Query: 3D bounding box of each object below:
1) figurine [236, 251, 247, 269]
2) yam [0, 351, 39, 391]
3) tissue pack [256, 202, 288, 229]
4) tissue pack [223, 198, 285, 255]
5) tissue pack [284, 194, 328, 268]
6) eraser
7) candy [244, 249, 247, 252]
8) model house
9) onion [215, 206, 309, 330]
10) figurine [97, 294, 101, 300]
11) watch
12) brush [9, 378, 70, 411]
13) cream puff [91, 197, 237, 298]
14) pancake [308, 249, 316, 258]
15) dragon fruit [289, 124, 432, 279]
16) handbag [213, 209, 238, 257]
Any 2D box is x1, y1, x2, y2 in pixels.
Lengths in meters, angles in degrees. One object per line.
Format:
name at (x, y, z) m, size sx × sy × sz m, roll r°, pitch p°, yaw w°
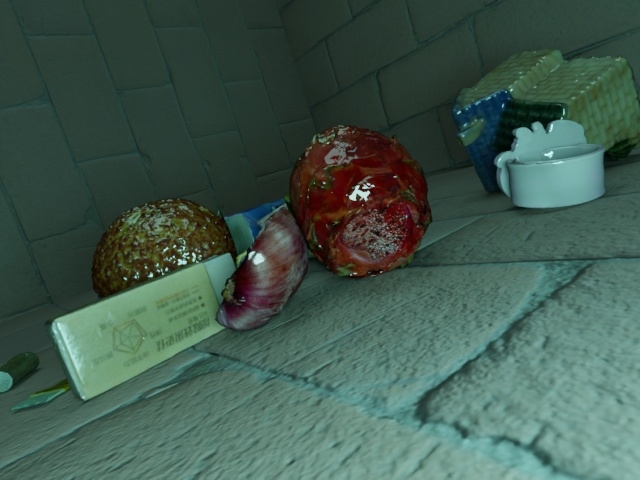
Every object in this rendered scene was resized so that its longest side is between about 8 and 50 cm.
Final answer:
figurine at (-0.132, 0.061, 1.120) m, size 0.178 × 0.129 × 0.109 m, roll -27°, pitch -30°, yaw -10°
yam at (-0.678, 0.288, 0.993) m, size 0.054 × 0.054 × 0.132 m, roll -19°, pitch 8°, yaw -6°
tissue pack at (-0.096, -0.046, 1.354) m, size 0.155 × 0.115 × 0.065 m, roll -36°, pitch 32°, yaw -8°
tissue pack at (-0.218, -0.028, 1.655) m, size 0.146 × 0.198 × 0.263 m, roll -15°, pitch 8°, yaw 31°
tissue pack at (0.045, -0.060, 1.208) m, size 0.201 × 0.167 × 0.275 m, roll -22°, pitch 20°, yaw -12°
eraser at (-0.300, 0.142, 0.832) m, size 0.344 × 0.143 × 0.078 m, roll -23°, pitch 8°, yaw -41°
candy at (-0.140, 0.063, 1.258) m, size 0.142 × 0.078 × 0.203 m, roll -6°, pitch 3°, yaw -10°
model house at (0.667, -0.333, 1.417) m, size 0.400 × 0.394 × 0.445 m, roll -35°, pitch 28°, yaw -9°
onion at (-0.086, 0.044, 0.850) m, size 0.227 × 0.120 × 0.283 m, roll -58°, pitch 6°, yaw 33°
figurine at (-0.557, 0.166, 1.275) m, size 0.263 × 0.143 × 0.162 m, roll -35°, pitch 20°, yaw 48°
watch at (0.555, -0.180, 1.044) m, size 0.244 × 0.195 × 0.231 m, roll -15°, pitch 14°, yaw -3°
brush at (-0.475, 0.263, 0.864) m, size 0.083 × 0.010 × 0.218 m, roll -16°, pitch 6°, yaw 16°
cream puff at (-0.359, 0.046, 1.022) m, size 0.351 × 0.350 × 0.228 m, roll -19°, pitch -24°, yaw -6°
pancake at (-0.001, -0.002, 1.477) m, size 0.357 × 0.065 × 0.356 m, roll -12°, pitch 7°, yaw 2°
dragon fruit at (0.078, -0.082, 0.911) m, size 0.296 × 0.301 × 0.295 m, roll -7°, pitch -26°, yaw -3°
handbag at (-0.362, 0.051, 1.283) m, size 0.241 × 0.222 × 0.263 m, roll -18°, pitch -8°, yaw -11°
